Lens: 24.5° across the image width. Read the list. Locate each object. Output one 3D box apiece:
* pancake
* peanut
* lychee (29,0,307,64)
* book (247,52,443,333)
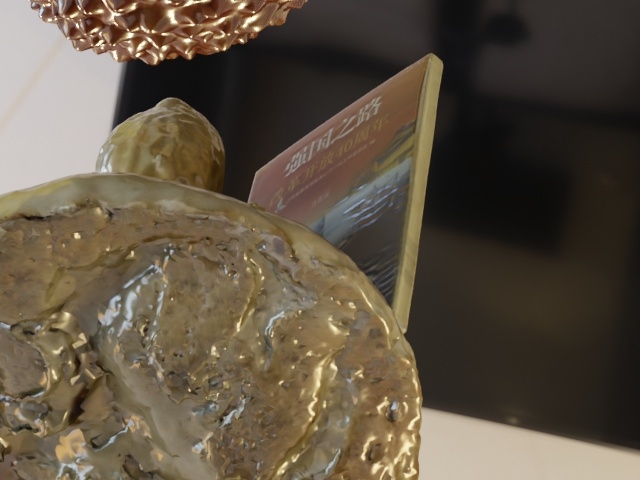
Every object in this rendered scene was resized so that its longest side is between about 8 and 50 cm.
[{"bbox_3d":[-0.116,0.120,0.940,0.386,0.387,0.082,10,-147,-4],"label":"pancake"},{"bbox_3d":[-0.157,-0.005,1.329,0.149,0.313,0.149,5,143,4],"label":"peanut"},{"bbox_3d":[-0.089,-0.253,0.933,0.275,0.304,0.276,15,-137,-14],"label":"lychee"},{"bbox_3d":[0.000,0.000,1.407,0.028,0.262,0.374,39,-142,-25],"label":"book"}]
